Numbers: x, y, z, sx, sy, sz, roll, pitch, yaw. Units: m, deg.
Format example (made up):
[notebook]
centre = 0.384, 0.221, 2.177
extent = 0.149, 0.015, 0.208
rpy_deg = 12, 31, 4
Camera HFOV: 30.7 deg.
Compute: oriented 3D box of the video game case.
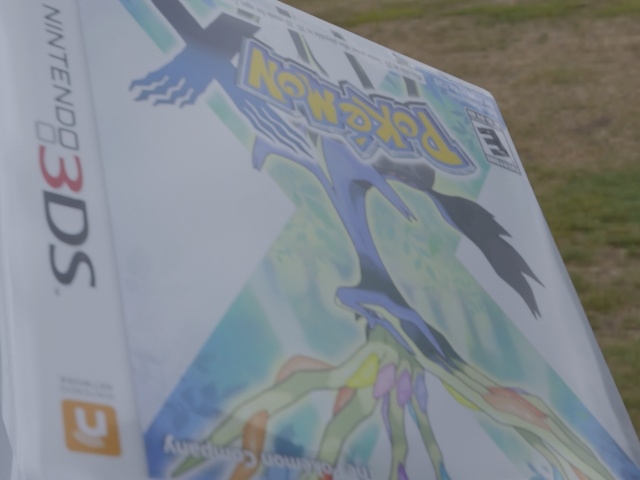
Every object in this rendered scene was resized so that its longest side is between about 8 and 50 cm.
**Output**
[video game case]
centre = 0.000, 0.000, 0.515
extent = 0.329, 0.036, 0.300
rpy_deg = 16, 44, -37
